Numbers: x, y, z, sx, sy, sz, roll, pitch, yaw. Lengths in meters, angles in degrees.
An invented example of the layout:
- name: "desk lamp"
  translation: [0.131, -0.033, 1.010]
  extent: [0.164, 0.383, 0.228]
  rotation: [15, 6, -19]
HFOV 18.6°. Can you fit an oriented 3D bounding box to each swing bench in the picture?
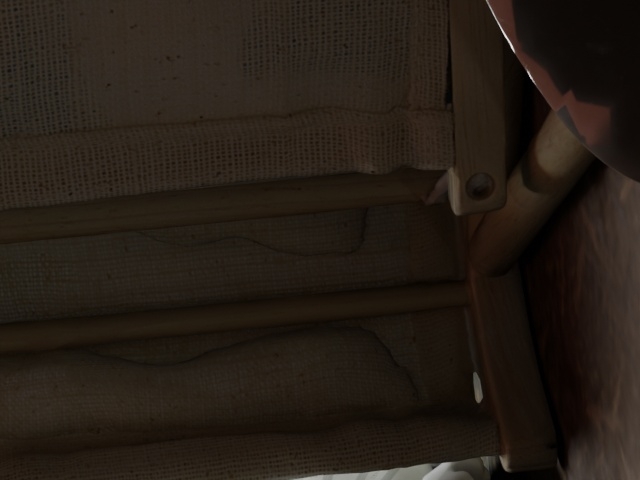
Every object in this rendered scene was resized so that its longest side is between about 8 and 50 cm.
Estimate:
- name: "swing bench"
  translation: [-0.051, -0.037, 0.603]
  extent: [0.255, 0.253, 0.165]
  rotation: [94, 169, -58]

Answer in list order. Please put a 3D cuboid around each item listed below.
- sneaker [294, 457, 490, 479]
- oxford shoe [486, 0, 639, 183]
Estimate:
- name: "sneaker"
  translation: [0.007, 0.130, 0.671]
  extent: [0.292, 0.118, 0.110]
  rotation: [-126, 41, -61]
- name: "oxford shoe"
  translation: [0.065, -0.102, 0.406]
  extent: [0.076, 0.076, 0.212]
  rotation: [32, -138, -58]
